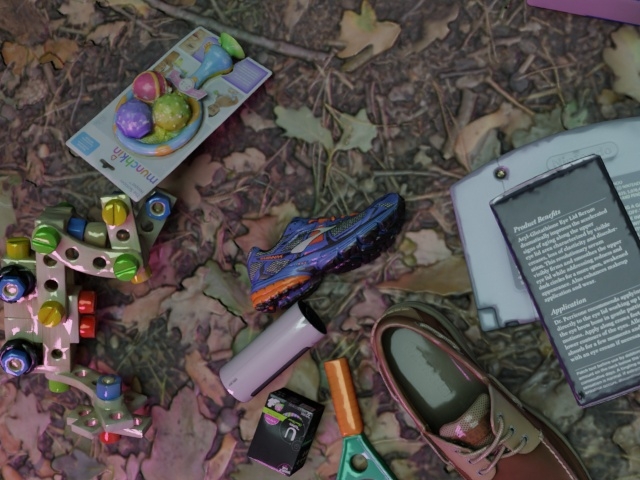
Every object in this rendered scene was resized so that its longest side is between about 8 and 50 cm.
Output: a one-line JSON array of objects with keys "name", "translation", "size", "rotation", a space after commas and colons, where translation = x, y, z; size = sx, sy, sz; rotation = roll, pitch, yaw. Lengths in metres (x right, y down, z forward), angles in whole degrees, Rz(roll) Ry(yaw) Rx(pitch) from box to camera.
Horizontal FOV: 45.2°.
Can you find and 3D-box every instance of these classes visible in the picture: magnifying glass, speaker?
[{"name": "magnifying glass", "translation": [0.044, 0.255, 0.915], "size": [0.092, 0.026, 0.231], "rotation": [-15, 82, 16]}, {"name": "speaker", "translation": [-0.058, 0.134, 0.936], "size": [0.136, 0.055, 0.055], "rotation": [-42, 77, 10]}]

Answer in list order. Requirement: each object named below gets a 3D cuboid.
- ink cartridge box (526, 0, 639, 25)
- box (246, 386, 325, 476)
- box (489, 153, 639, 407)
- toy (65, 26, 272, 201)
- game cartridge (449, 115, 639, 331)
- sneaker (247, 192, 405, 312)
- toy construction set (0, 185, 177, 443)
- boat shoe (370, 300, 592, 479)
[{"name": "ink cartridge box", "translation": [0.321, -0.352, 0.830], "size": [0.148, 0.086, 0.203], "rotation": [17, 92, 17]}, {"name": "box", "translation": [-0.041, 0.230, 0.927], "size": [0.062, 0.052, 0.083], "rotation": [22, 94, 17]}, {"name": "box", "translation": [0.257, 0.037, 0.743], "size": [0.108, 0.153, 0.207], "rotation": [-25, 79, 15]}, {"name": "toy", "translation": [-0.189, -0.174, 0.940], "size": [0.136, 0.056, 0.237], "rotation": [36, 69, 22]}, {"name": "game cartridge", "translation": [0.301, -0.025, 0.838], "size": [0.297, 0.062, 0.198], "rotation": [-13, 79, 16]}, {"name": "sneaker", "translation": [0.000, 0.000, 0.915], "size": [0.221, 0.083, 0.087], "rotation": [-30, 70, 10]}, {"name": "toy construction set", "translation": [-0.295, 0.089, 0.974], "size": [0.214, 0.151, 0.328], "rotation": [2, 96, -8]}, {"name": "boat shoe", "translation": [0.167, 0.203, 0.832], "size": [0.324, 0.116, 0.123], "rotation": [44, 100, 14]}]
